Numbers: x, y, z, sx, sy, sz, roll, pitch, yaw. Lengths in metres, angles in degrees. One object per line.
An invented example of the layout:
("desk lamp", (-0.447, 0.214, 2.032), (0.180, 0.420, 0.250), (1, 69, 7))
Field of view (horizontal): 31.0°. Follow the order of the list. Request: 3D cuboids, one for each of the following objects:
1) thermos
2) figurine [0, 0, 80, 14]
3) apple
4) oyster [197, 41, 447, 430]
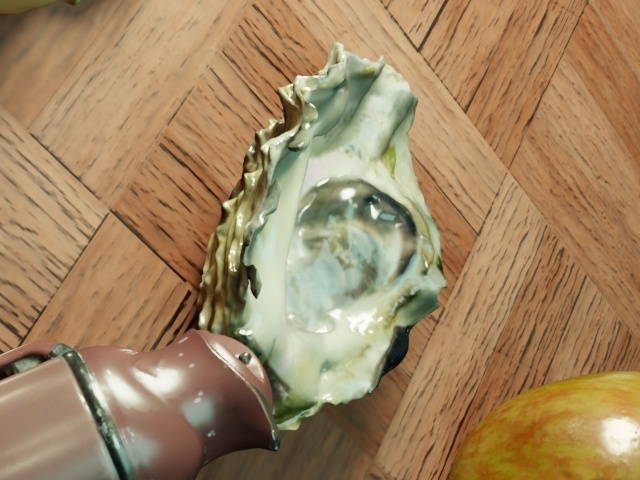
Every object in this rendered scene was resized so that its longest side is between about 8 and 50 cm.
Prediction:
("thermos", (-0.183, 0.135, 0.629), (0.330, 0.136, 0.109), (-23, 101, -17))
("figurine", (-0.172, -0.216, 0.760), (0.196, 0.108, 0.114), (-39, 124, -58))
("apple", (0.235, 0.243, 1.017), (0.264, 0.264, 0.264), (4, 84, -44))
("oyster", (-0.001, 0.000, 0.890), (0.238, 0.115, 0.351), (45, 63, -42))
